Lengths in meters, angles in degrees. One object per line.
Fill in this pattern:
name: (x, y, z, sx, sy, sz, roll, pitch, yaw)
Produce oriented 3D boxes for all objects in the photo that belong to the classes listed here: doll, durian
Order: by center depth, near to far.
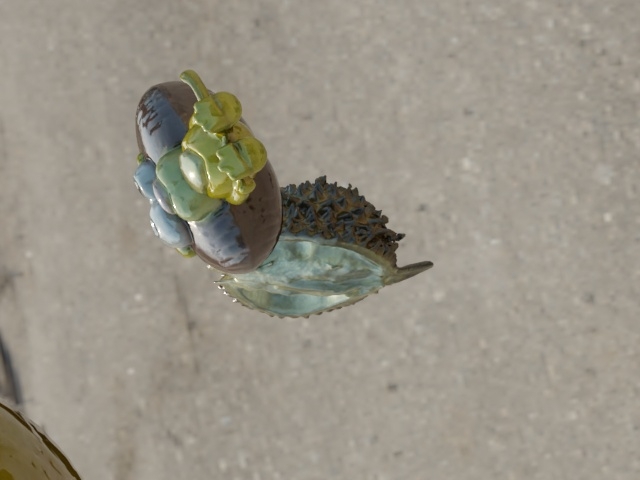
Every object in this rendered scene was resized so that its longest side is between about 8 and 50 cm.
doll: (-0.083, -0.055, 1.104, 0.145, 0.096, 0.188, 51, 165, 26)
durian: (0.000, 0.000, 1.322, 0.148, 0.189, 0.091, 88, -168, -57)

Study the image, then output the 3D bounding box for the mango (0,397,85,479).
mango: (-0.259, 0.132, 0.465, 0.445, 0.301, 0.220, -2, 58, 20)
